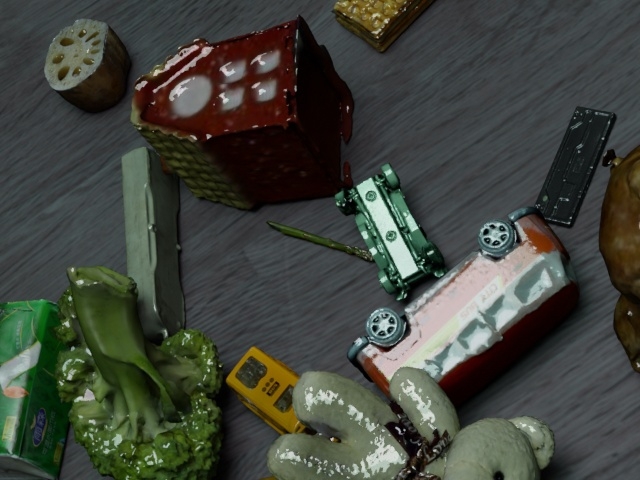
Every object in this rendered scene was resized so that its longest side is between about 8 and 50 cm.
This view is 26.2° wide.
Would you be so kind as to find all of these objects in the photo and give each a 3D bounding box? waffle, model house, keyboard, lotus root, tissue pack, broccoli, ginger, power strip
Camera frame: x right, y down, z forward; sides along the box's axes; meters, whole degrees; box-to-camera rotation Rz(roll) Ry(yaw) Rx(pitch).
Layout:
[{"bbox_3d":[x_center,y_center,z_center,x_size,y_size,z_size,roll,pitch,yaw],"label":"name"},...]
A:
[{"bbox_3d":[0.095,-0.326,1.803,0.148,0.042,0.102,-46,52,-5],"label":"waffle"},{"bbox_3d":[-0.105,-0.142,1.697,0.254,0.196,0.160,-12,60,17],"label":"model house"},{"bbox_3d":[0.293,-0.087,1.592,0.053,0.010,0.155,15,70,31],"label":"keyboard"},{"bbox_3d":[-0.328,-0.245,1.937,0.112,0.081,0.122,-10,59,22],"label":"lotus root"},{"bbox_3d":[-0.401,0.175,1.687,0.148,0.156,0.209,-6,61,26],"label":"tissue pack"},{"bbox_3d":[-0.205,0.126,1.565,0.186,0.302,0.254,-11,20,-21],"label":"broccoli"},{"bbox_3d":[0.431,-0.070,1.383,0.418,0.254,0.176,-43,47,-9],"label":"ginger"},{"bbox_3d":[-0.210,0.008,1.739,0.048,0.080,0.286,-21,57,20],"label":"power strip"}]

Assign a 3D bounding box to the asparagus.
[{"bbox_3d":[0.000,0.000,1.681,0.166,0.013,0.016,17,29,31],"label":"asparagus"}]

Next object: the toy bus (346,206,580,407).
[{"bbox_3d":[0.166,0.086,1.495,0.265,0.121,0.120,-39,62,0],"label":"toy bus"}]

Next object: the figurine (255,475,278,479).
[{"bbox_3d":[-0.045,0.365,1.411,0.215,0.215,0.228,-44,68,-3],"label":"figurine"}]

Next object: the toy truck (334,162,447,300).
[{"bbox_3d":[0.086,-0.007,1.616,0.080,0.078,0.154,-31,71,7],"label":"toy truck"}]

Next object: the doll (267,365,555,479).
[{"bbox_3d":[0.087,0.227,1.368,0.278,0.149,0.175,18,99,7],"label":"doll"}]

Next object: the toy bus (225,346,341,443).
[{"bbox_3d":[-0.029,0.187,1.550,0.162,0.074,0.069,32,78,37],"label":"toy bus"}]
